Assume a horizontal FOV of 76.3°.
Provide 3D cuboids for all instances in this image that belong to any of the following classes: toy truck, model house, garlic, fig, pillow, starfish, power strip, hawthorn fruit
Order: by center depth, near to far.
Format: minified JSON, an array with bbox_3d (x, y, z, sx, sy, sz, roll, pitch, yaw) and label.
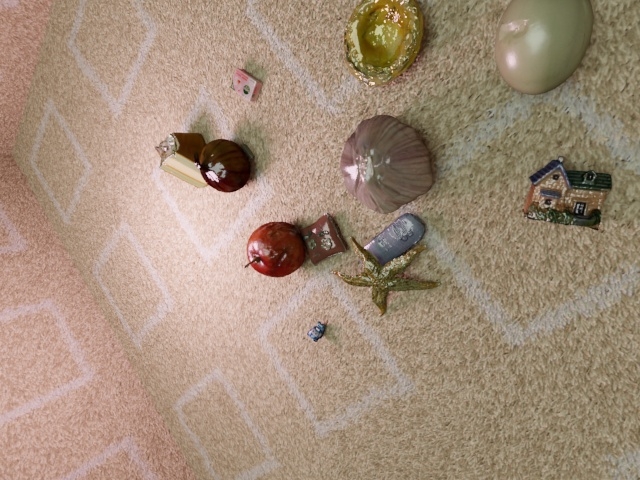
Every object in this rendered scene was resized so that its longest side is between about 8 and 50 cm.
[{"bbox_3d":[0.657,-0.134,1.089,0.182,0.166,0.172,14,106,19],"label":"model house"},{"bbox_3d":[0.196,-0.244,1.308,0.317,0.259,0.318,8,107,27],"label":"garlic"},{"bbox_3d":[0.220,0.114,1.438,0.347,0.078,0.358,40,126,0],"label":"starfish"},{"bbox_3d":[0.000,0.000,1.610,0.179,0.075,0.171,-28,84,37],"label":"pillow"},{"bbox_3d":[-0.204,0.046,1.637,0.242,0.271,0.242,28,130,39],"label":"hawthorn fruit"},{"bbox_3d":[-0.009,0.373,1.709,0.056,0.073,0.090,38,121,20],"label":"toy truck"},{"bbox_3d":[-0.417,-0.312,1.744,0.235,0.214,0.235,12,129,15],"label":"fig"},{"bbox_3d":[-0.312,-0.382,1.755,0.017,0.027,0.083,-42,78,35],"label":"power strip"}]

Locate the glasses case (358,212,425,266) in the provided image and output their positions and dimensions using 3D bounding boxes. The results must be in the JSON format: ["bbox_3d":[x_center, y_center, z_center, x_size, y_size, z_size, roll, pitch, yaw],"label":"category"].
[{"bbox_3d":[0.249,0.012,1.449,0.109,0.067,0.282,51,123,5],"label":"glasses case"}]

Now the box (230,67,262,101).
[{"bbox_3d":[-0.305,-0.639,1.678,0.125,0.043,0.089,39,120,21],"label":"box"}]

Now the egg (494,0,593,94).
[{"bbox_3d":[0.554,-0.508,1.024,0.219,0.219,0.269,1,101,34],"label":"egg"}]

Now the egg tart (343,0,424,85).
[{"bbox_3d":[0.202,-0.636,1.292,0.288,0.118,0.288,8,107,30],"label":"egg tart"}]

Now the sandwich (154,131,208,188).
[{"bbox_3d":[-0.619,-0.359,1.864,0.155,0.198,0.227,-28,85,35],"label":"sandwich"}]
